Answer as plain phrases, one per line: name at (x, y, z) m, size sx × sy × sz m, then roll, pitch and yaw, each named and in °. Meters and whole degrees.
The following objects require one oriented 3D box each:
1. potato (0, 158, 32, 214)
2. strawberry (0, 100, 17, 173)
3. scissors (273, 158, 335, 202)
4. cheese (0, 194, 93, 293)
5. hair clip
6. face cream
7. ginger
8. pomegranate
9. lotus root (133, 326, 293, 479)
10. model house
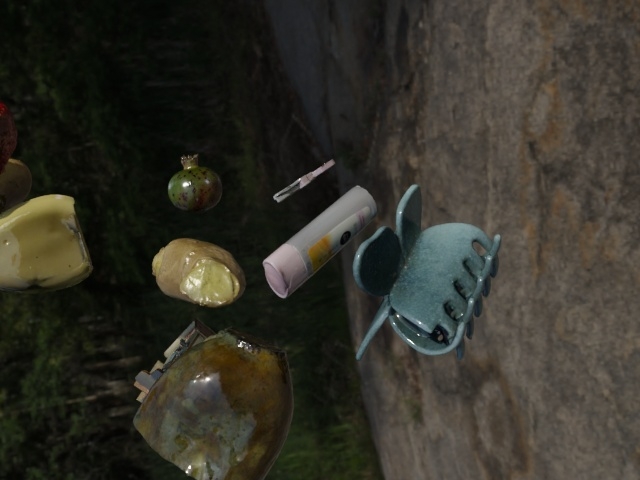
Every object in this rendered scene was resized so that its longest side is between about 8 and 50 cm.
potato at (-0.876, -0.139, 2.222) m, size 0.164 × 0.081 × 0.200 m, roll 85°, pitch -154°, yaw -44°
strawberry at (-0.730, -0.208, 1.620) m, size 0.288 × 0.238 × 0.250 m, roll -14°, pitch 96°, yaw 37°
scissors at (-0.056, -0.181, 2.475) m, size 0.030 × 0.242 × 0.118 m, roll 56°, pitch 146°, yaw -4°
cheese at (-0.788, 0.030, 2.147) m, size 0.128 × 0.316 × 0.260 m, roll 7°, pitch 116°, yaw 69°
hair clip at (0.238, 0.090, 1.725) m, size 0.318 × 0.238 × 0.392 m, roll -58°, pitch -22°, yaw -34°
face cream at (0.000, 0.000, 1.599) m, size 0.073 × 0.269 × 0.107 m, roll 30°, pitch 148°, yaw 36°
ginger at (-0.258, 0.071, 1.710) m, size 0.267 × 0.152 × 0.138 m, roll 15°, pitch 89°, yaw 47°
pomegranate at (-0.290, -0.123, 1.846) m, size 0.130 × 0.130 × 0.130 m, roll 171°, pitch 90°, yaw -78°
lotus root at (-0.170, 0.295, 1.447) m, size 0.260 × 0.267 × 0.149 m, roll -56°, pitch -10°, yaw 4°
model house at (-0.358, 0.325, 2.164) m, size 0.169 × 0.244 × 0.326 m, roll 40°, pitch 144°, yaw -7°
